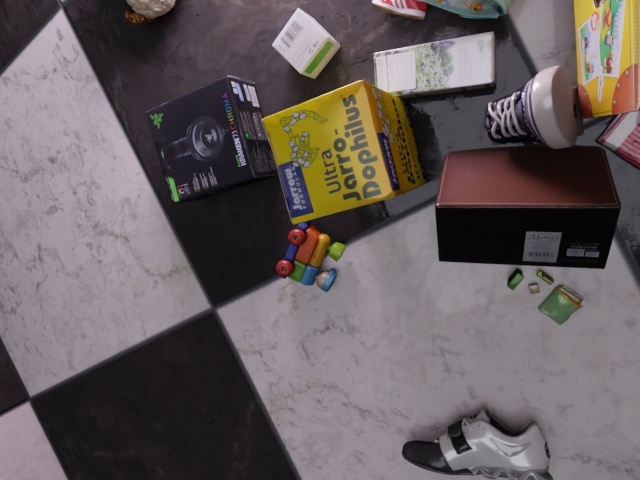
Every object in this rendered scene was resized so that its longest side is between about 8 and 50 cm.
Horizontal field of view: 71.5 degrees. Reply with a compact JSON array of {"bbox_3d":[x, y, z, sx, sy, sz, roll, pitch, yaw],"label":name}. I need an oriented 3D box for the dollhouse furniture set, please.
[{"bbox_3d":[0.473,0.117,0.940,0.151,0.058,0.076,37,112,12],"label":"dollhouse furniture set"}]

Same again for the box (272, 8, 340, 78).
[{"bbox_3d":[-0.031,-0.446,1.017,0.102,0.087,0.101,47,113,7],"label":"box"}]

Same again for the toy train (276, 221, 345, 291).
[{"bbox_3d":[0.000,0.000,1.092,0.143,0.105,0.248,25,109,5],"label":"toy train"}]

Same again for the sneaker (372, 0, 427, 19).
[{"bbox_3d":[0.173,-0.517,0.944,0.118,0.042,0.067,19,111,10],"label":"sneaker"}]

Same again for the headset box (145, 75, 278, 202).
[{"bbox_3d":[-0.283,-0.245,1.136,0.282,0.131,0.247,-12,95,24],"label":"headset box"}]

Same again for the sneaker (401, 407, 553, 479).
[{"bbox_3d":[0.352,0.466,1.042,0.330,0.122,0.147,-7,80,24],"label":"sneaker"}]

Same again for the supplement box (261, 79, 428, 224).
[{"bbox_3d":[0.072,-0.169,0.883,0.195,0.356,0.194,-14,95,24],"label":"supplement box"}]

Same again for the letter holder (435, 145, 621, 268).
[{"bbox_3d":[0.399,-0.076,0.898,0.301,0.215,0.152,2,133,21],"label":"letter holder"}]

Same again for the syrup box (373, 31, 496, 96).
[{"bbox_3d":[0.236,-0.354,0.921,0.236,0.096,0.093,-1,102,22],"label":"syrup box"}]

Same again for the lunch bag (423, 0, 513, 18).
[{"bbox_3d":[0.272,-0.552,0.814,0.262,0.160,0.224,29,96,17],"label":"lunch bag"}]

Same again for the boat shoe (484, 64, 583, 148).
[{"bbox_3d":[0.356,-0.213,0.780,0.158,0.340,0.127,-3,96,36],"label":"boat shoe"}]

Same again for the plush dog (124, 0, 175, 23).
[{"bbox_3d":[-0.452,-0.675,1.104,0.262,0.211,0.225,-33,111,24],"label":"plush dog"}]

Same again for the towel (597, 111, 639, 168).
[{"bbox_3d":[0.723,-0.190,0.791,0.329,0.037,0.237,37,114,13],"label":"towel"}]

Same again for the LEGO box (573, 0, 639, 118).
[{"bbox_3d":[0.578,-0.456,0.613,0.371,0.193,0.501,-7,100,10],"label":"LEGO box"}]
